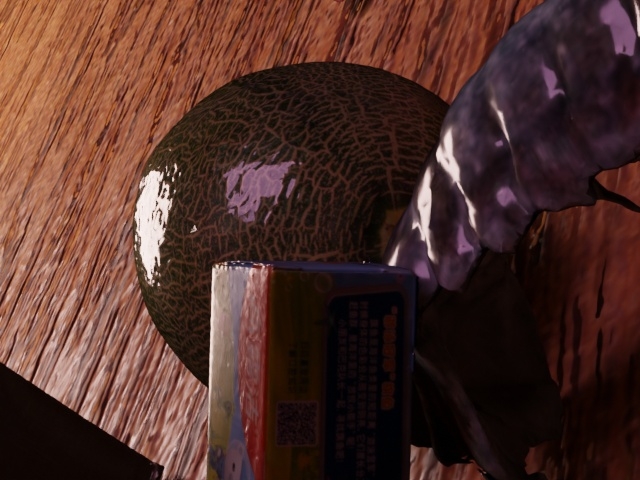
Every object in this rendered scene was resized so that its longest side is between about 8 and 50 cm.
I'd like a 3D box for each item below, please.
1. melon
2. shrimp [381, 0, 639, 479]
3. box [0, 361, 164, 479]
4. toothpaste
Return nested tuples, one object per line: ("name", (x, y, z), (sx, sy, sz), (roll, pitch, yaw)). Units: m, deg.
("melon", (0.000, 0.000, 0.684), (0.139, 0.139, 0.192), (-58, 20, -12))
("shrimp", (0.154, -0.062, 0.476), (0.410, 0.166, 0.221), (-29, 6, 35))
("box", (-0.203, 0.174, 0.805), (0.155, 0.149, 0.231), (-21, 38, 49))
("toothpaste", (-0.014, 0.102, 0.536), (0.044, 0.070, 0.193), (2, 91, 63))
